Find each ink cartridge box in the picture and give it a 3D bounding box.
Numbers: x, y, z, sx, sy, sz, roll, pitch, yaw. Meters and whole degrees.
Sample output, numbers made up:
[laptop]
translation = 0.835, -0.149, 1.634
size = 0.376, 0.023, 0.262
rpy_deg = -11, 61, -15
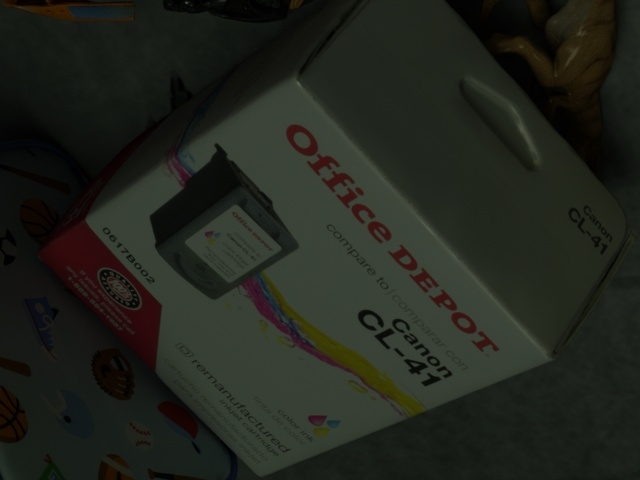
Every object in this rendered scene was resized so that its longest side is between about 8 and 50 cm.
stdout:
[ink cartridge box]
translation = 0.000, 0.000, 1.095
size = 0.226, 0.131, 0.306
rpy_deg = 47, 142, -11

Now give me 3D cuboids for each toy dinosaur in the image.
[toy dinosaur]
translation = 0.149, -0.124, 1.041
size = 0.112, 0.064, 0.211
rpy_deg = 9, 137, 1

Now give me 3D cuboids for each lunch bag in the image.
[lunch bag]
translation = -0.194, 0.085, 1.170
size = 0.115, 0.243, 0.303
rpy_deg = -36, 77, 34

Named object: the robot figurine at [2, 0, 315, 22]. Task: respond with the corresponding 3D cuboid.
[robot figurine]
translation = -0.117, -0.212, 1.058
size = 0.291, 0.085, 0.211
rpy_deg = 3, 129, 21
